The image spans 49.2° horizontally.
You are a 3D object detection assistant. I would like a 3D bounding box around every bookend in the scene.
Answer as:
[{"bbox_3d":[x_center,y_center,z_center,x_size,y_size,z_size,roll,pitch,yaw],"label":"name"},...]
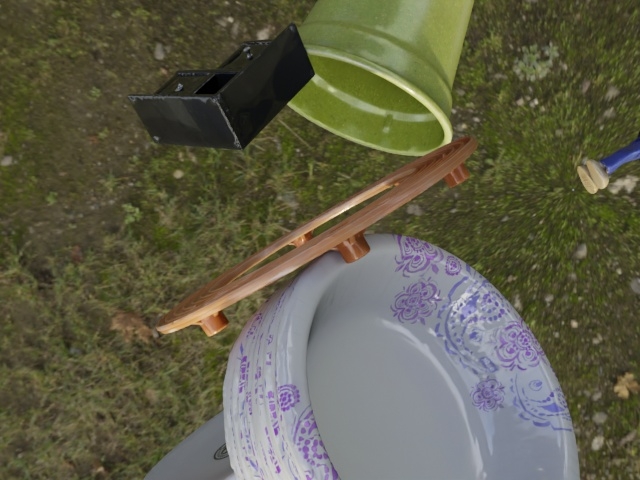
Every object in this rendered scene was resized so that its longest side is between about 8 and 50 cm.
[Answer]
[{"bbox_3d":[-0.117,-0.187,0.842,0.156,0.157,0.072,10,139,38],"label":"bookend"}]

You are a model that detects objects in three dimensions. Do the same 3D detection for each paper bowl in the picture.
[{"bbox_3d":[0.056,0.149,0.561,0.148,0.284,0.284,-41,79,42],"label":"paper bowl"}]

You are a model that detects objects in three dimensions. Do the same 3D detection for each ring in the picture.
[{"bbox_3d":[0.000,0.000,0.654,0.336,0.336,0.032,-30,95,19],"label":"ring"}]

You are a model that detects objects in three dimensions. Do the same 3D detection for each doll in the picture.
[{"bbox_3d":[0.419,-0.123,0.878,0.189,0.129,0.046,-28,84,1],"label":"doll"}]

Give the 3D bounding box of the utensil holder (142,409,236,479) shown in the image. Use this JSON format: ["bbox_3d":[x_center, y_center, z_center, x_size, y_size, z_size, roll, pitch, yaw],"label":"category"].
[{"bbox_3d":[-0.010,0.400,0.873,0.327,0.327,0.385,-30,95,19],"label":"utensil holder"}]

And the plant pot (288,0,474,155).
[{"bbox_3d":[0.095,-0.293,0.970,0.276,0.276,0.254,20,81,17],"label":"plant pot"}]
